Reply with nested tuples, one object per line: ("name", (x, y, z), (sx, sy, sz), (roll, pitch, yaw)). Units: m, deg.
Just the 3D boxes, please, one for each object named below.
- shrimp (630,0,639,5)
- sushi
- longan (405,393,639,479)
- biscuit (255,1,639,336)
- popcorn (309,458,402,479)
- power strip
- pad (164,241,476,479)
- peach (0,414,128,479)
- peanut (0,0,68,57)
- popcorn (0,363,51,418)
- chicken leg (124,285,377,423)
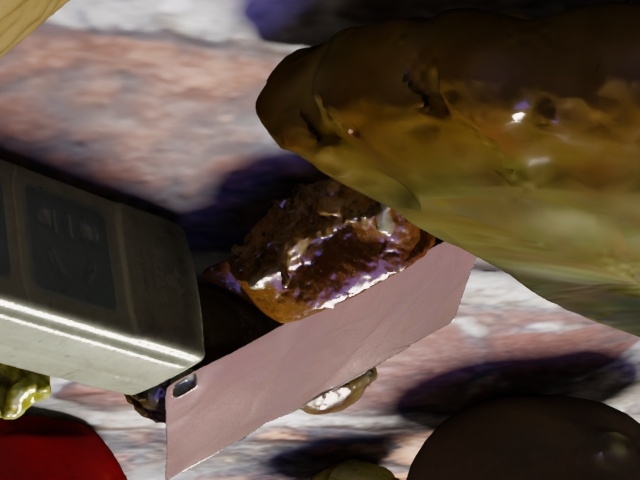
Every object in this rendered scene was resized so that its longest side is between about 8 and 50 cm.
("shrimp", (0.223, -0.081, 0.578), (0.233, 0.079, 0.090), (-3, 118, -22))
("sushi", (0.000, -0.002, 0.691), (0.118, 0.061, 0.060), (-31, 108, 8))
("longan", (0.145, 0.183, 0.999), (0.189, 0.189, 0.189), (-8, 155, -4))
("biscuit", (0.140, -0.014, 0.566), (0.335, 0.078, 0.329), (12, 170, 15))
("popcorn", (0.021, 0.214, 1.071), (0.106, 0.120, 0.116), (5, 159, -31))
("power strip", (-0.148, 0.002, 0.614), (0.052, 0.078, 0.272), (-27, 149, 29))
("pad", (0.002, 0.055, 0.769), (0.188, 0.006, 0.113), (-27, 154, -21))
("peach", (-0.223, 0.179, 0.888), (0.154, 0.158, 0.267), (-34, 144, 31))
("peanut", (-0.141, -0.097, 0.371), (0.233, 0.110, 0.197), (0, 151, -17))
("popcorn", (-0.175, 0.064, 0.760), (0.083, 0.059, 0.068), (-6, -165, 12))
("chicken leg", (-0.039, 0.067, 0.818), (0.085, 0.069, 0.198), (-49, 147, 20))
